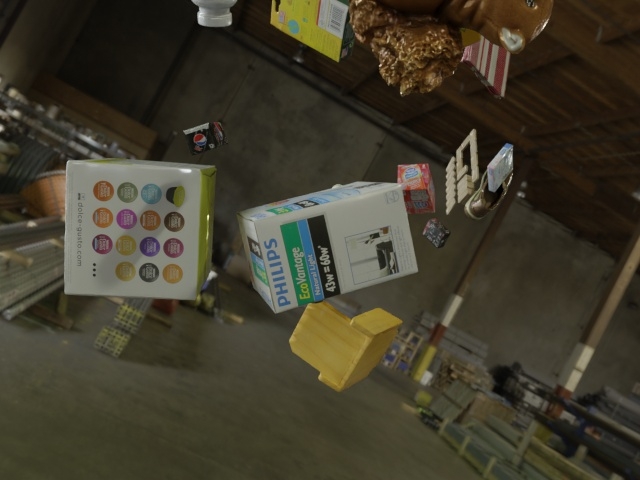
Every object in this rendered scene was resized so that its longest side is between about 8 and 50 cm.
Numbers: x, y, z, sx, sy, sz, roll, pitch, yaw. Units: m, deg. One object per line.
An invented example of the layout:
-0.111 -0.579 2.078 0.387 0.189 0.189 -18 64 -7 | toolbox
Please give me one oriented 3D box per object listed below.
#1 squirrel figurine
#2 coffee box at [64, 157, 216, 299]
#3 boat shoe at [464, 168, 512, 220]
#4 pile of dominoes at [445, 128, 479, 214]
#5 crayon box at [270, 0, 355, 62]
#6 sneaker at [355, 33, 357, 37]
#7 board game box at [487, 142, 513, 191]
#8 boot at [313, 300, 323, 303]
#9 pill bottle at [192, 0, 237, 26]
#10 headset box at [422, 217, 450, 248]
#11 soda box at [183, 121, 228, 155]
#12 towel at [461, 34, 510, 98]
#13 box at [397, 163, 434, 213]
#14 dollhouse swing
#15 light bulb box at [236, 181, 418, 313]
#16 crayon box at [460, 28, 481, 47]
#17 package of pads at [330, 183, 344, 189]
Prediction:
0.271 -0.496 1.275 0.370 0.397 0.281 36 25 -3 | squirrel figurine
-0.470 -0.045 1.655 0.334 0.338 0.338 4 8 -4 | coffee box
0.558 -0.168 1.924 0.095 0.257 0.095 38 -26 -6 | boat shoe
0.489 -0.224 2.055 0.040 0.251 0.196 18 -38 -12 | pile of dominoes
-0.023 -0.766 2.041 0.318 0.081 0.202 35 -38 19 | crayon box
0.185 -0.858 2.114 0.116 0.314 0.136 -19 66 -44 | sneaker
0.453 -0.183 1.528 0.020 0.090 0.090 28 -24 33 | board game box
-0.039 0.141 2.018 0.161 0.246 0.084 -11 -70 32 | boot
-0.227 -0.556 1.287 0.103 0.184 0.103 3 31 -2 | pill bottle
0.365 -0.025 1.926 0.032 0.062 0.083 -12 47 -35 | headset box
-0.241 -0.218 1.291 0.169 0.060 0.053 -97 169 -78 | soda box
0.621 -0.696 2.247 0.037 0.237 0.329 4 -12 39 | towel
0.407 -0.214 2.560 0.128 0.123 0.257 -1 -20 17 | box
0.100 0.415 2.643 0.305 0.347 0.315 40 30 26 | dollhouse swing
0.000 0.000 1.540 0.360 0.225 0.358 -15 9 -13 | light bulb box
0.338 -0.654 1.605 0.323 0.083 0.203 44 29 -57 | crayon box
0.024 -0.050 2.356 0.101 0.296 0.229 26 -33 21 | package of pads
